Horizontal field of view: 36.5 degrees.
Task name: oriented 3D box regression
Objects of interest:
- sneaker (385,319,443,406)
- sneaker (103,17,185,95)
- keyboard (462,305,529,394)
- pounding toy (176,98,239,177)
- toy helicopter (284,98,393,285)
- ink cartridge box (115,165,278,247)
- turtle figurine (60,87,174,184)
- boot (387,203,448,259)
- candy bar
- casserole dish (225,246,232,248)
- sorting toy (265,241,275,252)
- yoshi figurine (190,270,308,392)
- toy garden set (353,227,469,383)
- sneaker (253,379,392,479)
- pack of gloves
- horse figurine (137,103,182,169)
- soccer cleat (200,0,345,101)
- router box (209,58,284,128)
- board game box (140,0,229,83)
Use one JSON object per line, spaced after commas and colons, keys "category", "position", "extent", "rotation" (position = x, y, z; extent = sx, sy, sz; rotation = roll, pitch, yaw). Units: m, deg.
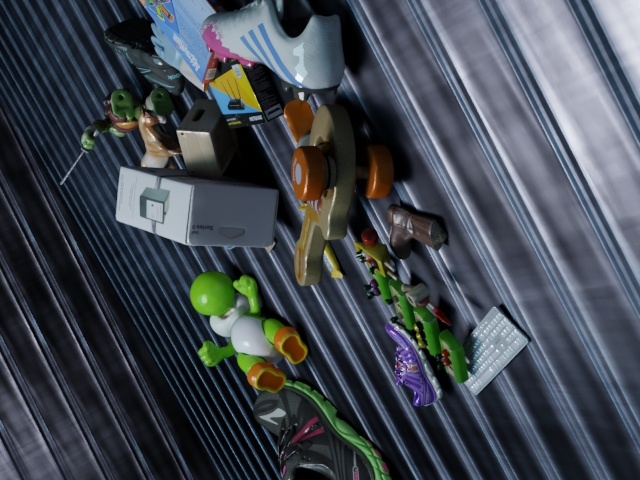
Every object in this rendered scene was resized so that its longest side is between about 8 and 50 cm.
{"category": "sneaker", "position": [0.154, 0.218, 1.699], "extent": [0.170, 0.071, 0.068], "rotation": [63, 179, -8]}
{"category": "sneaker", "position": [-0.367, -0.383, 2.023], "extent": [0.267, 0.101, 0.106], "rotation": [37, 151, 43]}
{"category": "keyboard", "position": [0.259, 0.178, 1.526], "extent": [0.072, 0.014, 0.256], "rotation": [52, 157, 16]}
{"category": "pounding toy", "position": [-0.227, -0.205, 1.921], "extent": [0.100, 0.141, 0.130], "rotation": [6, 133, 16]}
{"category": "toy helicopter", "position": [-0.006, -0.072, 1.594], "extent": [0.355, 0.140, 0.235], "rotation": [103, 156, -43]}
{"category": "ink cartridge box", "position": [-0.250, -0.071, 1.960], "extent": [0.289, 0.211, 0.121], "rotation": [16, 102, 49]}
{"category": "turtle figurine", "position": [-0.438, -0.235, 2.238], "extent": [0.198, 0.274, 0.266], "rotation": [28, 157, -14]}
{"category": "boot", "position": [0.154, 0.001, 1.504], "extent": [0.114, 0.037, 0.106], "rotation": [24, 142, 47]}
{"category": "candy bar", "position": [0.000, 0.000, 1.840], "extent": [0.040, 0.018, 0.161], "rotation": [1, 120, 64]}
{"category": "casserole dish", "position": [-0.188, -0.046, 2.125], "extent": [0.188, 0.037, 0.114], "rotation": [-26, 80, 67]}
{"category": "sorting toy", "position": [-0.125, -0.018, 2.083], "extent": [0.083, 0.012, 0.062], "rotation": [55, 155, 11]}
{"category": "yoshi figurine", "position": [-0.200, 0.190, 2.294], "extent": [0.362, 0.203, 0.203], "rotation": [38, 134, 45]}
{"category": "toy garden set", "position": [0.137, 0.107, 1.576], "extent": [0.244, 0.049, 0.204], "rotation": [48, 166, 36]}
{"category": "sneaker", "position": [-0.033, 0.488, 2.267], "extent": [0.483, 0.202, 0.185], "rotation": [31, 143, 49]}
{"category": "pack of gloves", "position": [-0.250, -0.415, 1.819], "extent": [0.232, 0.046, 0.195], "rotation": [40, 131, 41]}
{"category": "horse figurine", "position": [-0.341, -0.179, 2.179], "extent": [0.174, 0.066, 0.263], "rotation": [24, 151, -2]}
{"category": "soccer cleat", "position": [-0.072, -0.329, 1.493], "extent": [0.331, 0.116, 0.143], "rotation": [33, 130, 43]}
{"category": "router box", "position": [-0.143, -0.275, 1.759], "extent": [0.179, 0.046, 0.133], "rotation": [4, 121, 63]}
{"category": "board game box", "position": [-0.255, -0.429, 1.749], "extent": [0.281, 0.027, 0.145], "rotation": [53, 138, 26]}
